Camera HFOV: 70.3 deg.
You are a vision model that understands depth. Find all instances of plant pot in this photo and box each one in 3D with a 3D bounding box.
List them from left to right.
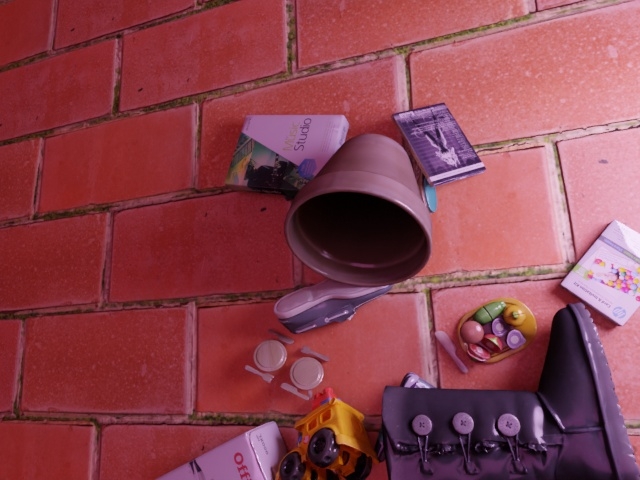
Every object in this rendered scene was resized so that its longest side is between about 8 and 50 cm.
[{"bbox_3d":[0.102,-0.094,1.073,0.324,0.323,0.280,-2,47,19],"label":"plant pot"}]

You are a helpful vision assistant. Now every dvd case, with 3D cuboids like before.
[{"bbox_3d":[0.296,-0.245,1.145,0.165,0.018,0.221,-18,69,-20],"label":"dvd case"}]

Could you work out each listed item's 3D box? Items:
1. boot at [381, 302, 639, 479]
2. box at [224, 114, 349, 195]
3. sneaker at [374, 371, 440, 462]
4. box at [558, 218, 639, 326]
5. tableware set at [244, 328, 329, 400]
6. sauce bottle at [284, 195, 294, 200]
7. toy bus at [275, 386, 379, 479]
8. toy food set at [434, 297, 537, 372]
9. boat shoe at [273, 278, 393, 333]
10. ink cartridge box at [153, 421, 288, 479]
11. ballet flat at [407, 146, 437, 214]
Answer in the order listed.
[{"bbox_3d":[0.349,0.323,0.942,0.446,0.146,0.366,-13,49,23],"label":"boot"},{"bbox_3d":[-0.098,-0.241,1.277,0.322,0.058,0.232,7,74,27],"label":"box"},{"bbox_3d":[0.202,0.426,1.055,0.098,0.083,0.223,24,92,10],"label":"sneaker"},{"bbox_3d":[0.646,0.069,0.993,0.145,0.038,0.186,40,95,22],"label":"box"},{"bbox_3d":[-0.084,0.328,1.186,0.194,0.039,0.128,22,57,17],"label":"tableware set"},{"bbox_3d":[-0.044,-0.151,1.275,0.128,0.042,0.042,-26,72,10],"label":"sauce bottle"},{"bbox_3d":[0.002,0.470,1.080,0.220,0.149,0.211,-40,32,18],"label":"toy bus"},{"bbox_3d":[0.382,0.213,1.037,0.218,0.071,0.128,-31,71,11],"label":"toy food set"},{"bbox_3d":[0.043,0.158,1.172,0.320,0.116,0.099,-19,117,8],"label":"boat shoe"},{"bbox_3d":[-0.244,0.669,1.112,0.395,0.166,0.285,-31,71,12],"label":"ink cartridge box"},{"bbox_3d":[0.255,-0.160,1.168,0.067,0.073,0.206,-12,69,37],"label":"ballet flat"}]
